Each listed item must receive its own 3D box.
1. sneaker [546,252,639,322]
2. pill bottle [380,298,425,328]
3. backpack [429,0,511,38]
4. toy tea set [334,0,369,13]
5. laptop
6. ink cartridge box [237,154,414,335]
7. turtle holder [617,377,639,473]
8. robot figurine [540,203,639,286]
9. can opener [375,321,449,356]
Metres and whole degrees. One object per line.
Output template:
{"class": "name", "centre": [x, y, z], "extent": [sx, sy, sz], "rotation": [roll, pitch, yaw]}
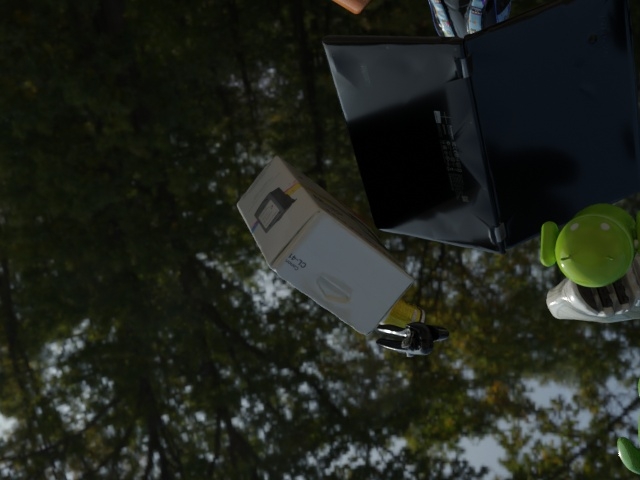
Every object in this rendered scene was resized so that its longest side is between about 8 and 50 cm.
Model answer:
{"class": "sneaker", "centre": [0.468, 0.070, 1.277], "extent": [0.292, 0.110, 0.118], "rotation": [0, 158, -19]}
{"class": "pill bottle", "centre": [0.145, 0.144, 1.732], "extent": [0.116, 0.065, 0.065], "rotation": [26, -160, -17]}
{"class": "backpack", "centre": [0.276, -0.431, 1.565], "extent": [0.158, 0.173, 0.117], "rotation": [20, -120, 33]}
{"class": "toy tea set", "centre": [0.059, -0.363, 0.923], "extent": [0.124, 0.200, 0.336], "rotation": [38, -152, -7]}
{"class": "laptop", "centre": [0.270, -0.201, 1.409], "extent": [0.408, 0.382, 0.236], "rotation": [11, -137, 38]}
{"class": "ink cartridge box", "centre": [0.000, 0.000, 1.488], "extent": [0.131, 0.226, 0.306], "rotation": [-51, -154, 6]}
{"class": "turtle holder", "centre": [0.614, 0.323, 1.287], "extent": [0.227, 0.320, 0.243], "rotation": [-9, -178, -24]}
{"class": "robot figurine", "centre": [0.254, 0.004, 0.795], "extent": [0.101, 0.067, 0.115], "rotation": [-5, -169, 28]}
{"class": "can opener", "centre": [0.146, 0.173, 1.506], "extent": [0.073, 0.059, 0.186], "rotation": [14, 167, -26]}
